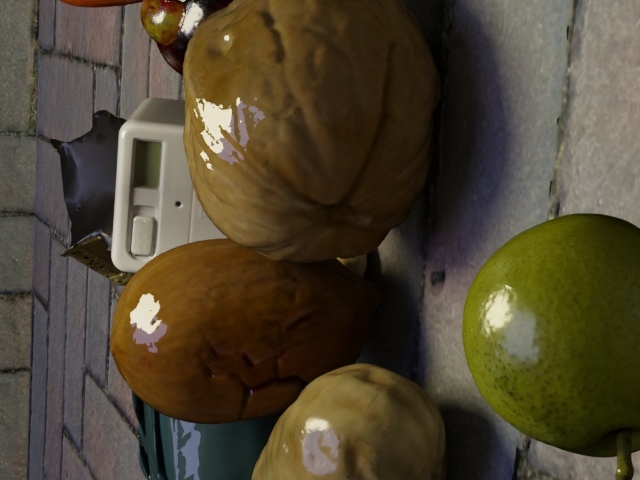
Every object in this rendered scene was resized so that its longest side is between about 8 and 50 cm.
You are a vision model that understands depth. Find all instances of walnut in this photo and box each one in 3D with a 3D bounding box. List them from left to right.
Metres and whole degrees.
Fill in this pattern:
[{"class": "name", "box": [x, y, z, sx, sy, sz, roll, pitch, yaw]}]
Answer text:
[{"class": "walnut", "box": [-0.074, 0.091, 1.313, 0.203, 0.298, 0.203, 167, 90, -88]}, {"class": "walnut", "box": [-0.013, -0.132, 1.246, 0.313, 0.252, 0.277, -105, 15, -47]}]

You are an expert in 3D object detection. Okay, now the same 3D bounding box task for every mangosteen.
[{"class": "mangosteen", "box": [-0.133, -0.296, 1.586, 0.210, 0.210, 0.209, 179, 90, -67]}]

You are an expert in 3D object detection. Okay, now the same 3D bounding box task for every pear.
[{"class": "pear", "box": [0.194, 0.086, 0.867, 0.166, 0.180, 0.216, -27, 56, 14]}]

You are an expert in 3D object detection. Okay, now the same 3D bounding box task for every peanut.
[{"class": "peanut", "box": [0.027, 0.258, 1.269, 0.169, 0.192, 0.387, -56, -6, -34]}]

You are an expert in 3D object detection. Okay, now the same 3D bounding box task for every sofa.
[{"class": "sofa", "box": [-0.329, -0.069, 2.101, 0.200, 0.182, 0.258, 44, -148, -62]}]

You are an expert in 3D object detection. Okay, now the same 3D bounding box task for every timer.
[{"class": "timer", "box": [-0.156, -0.068, 1.588, 0.195, 0.194, 0.192, -89, 5, -74]}]

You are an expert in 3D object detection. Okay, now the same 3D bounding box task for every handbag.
[{"class": "handbag", "box": [-0.112, 0.231, 1.528, 0.263, 0.222, 0.241, -170, 76, -68]}]

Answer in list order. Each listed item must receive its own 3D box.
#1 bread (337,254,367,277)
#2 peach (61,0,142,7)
[{"class": "bread", "box": [0.000, 0.000, 1.485, 0.251, 0.039, 0.181, -138, 52, -60]}, {"class": "peach", "box": [-0.307, -0.499, 1.792, 0.370, 0.370, 0.370, 179, 90, -67]}]
